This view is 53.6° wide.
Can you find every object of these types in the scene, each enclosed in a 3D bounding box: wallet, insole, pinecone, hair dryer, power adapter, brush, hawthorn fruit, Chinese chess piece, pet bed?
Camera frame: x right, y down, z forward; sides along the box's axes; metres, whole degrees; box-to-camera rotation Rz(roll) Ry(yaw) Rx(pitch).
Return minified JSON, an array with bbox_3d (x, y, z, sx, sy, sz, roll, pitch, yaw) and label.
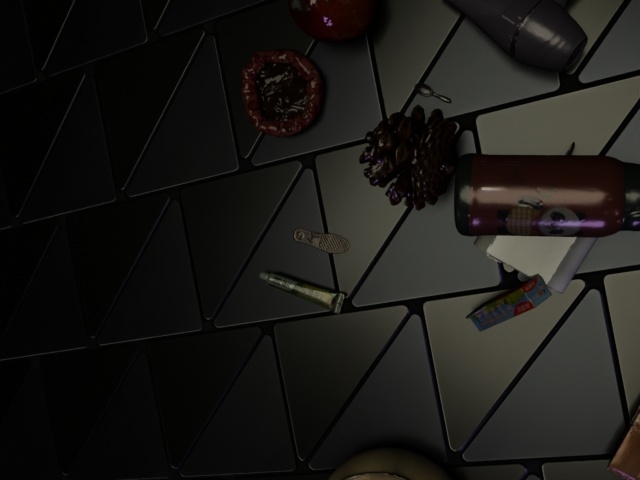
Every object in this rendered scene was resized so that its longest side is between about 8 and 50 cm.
[{"bbox_3d":[0.645,0.376,1.170,0.160,0.042,0.196,24,100,13],"label":"wallet"},{"bbox_3d":[0.000,0.000,1.403,0.135,0.002,0.045,16,99,19],"label":"insole"},{"bbox_3d":[0.169,-0.163,1.233,0.207,0.207,0.208,1,94,20],"label":"pinecone"},{"bbox_3d":[0.426,-0.515,1.173,0.301,0.121,0.361,42,97,22],"label":"hair dryer"},{"bbox_3d":[0.429,-0.056,1.176,0.187,0.124,0.255,30,103,15],"label":"power adapter"},{"bbox_3d":[0.229,-0.300,1.293,0.083,0.008,0.024,30,100,17],"label":"brush"},{"bbox_3d":[0.016,-0.489,1.259,0.185,0.202,0.185,4,98,28],"label":"hawthorn fruit"},{"bbox_3d":[0.149,0.607,1.318,0.338,0.140,0.338,2,96,19],"label":"Chinese chess piece"},{"bbox_3d":[-0.085,-0.323,1.387,0.201,0.053,0.201,3,100,18],"label":"pet bed"}]

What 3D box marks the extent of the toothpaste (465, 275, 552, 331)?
[{"bbox_3d":[0.343,0.127,1.185,0.070,0.193,0.044,-31,81,-25],"label":"toothpaste"}]

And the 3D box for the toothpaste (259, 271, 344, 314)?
[{"bbox_3d":[-0.044,0.109,1.412,0.204,0.031,0.049,19,100,16],"label":"toothpaste"}]

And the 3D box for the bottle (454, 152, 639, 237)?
[{"bbox_3d":[0.397,-0.077,1.046,0.336,0.144,0.144,1,94,19],"label":"bottle"}]
